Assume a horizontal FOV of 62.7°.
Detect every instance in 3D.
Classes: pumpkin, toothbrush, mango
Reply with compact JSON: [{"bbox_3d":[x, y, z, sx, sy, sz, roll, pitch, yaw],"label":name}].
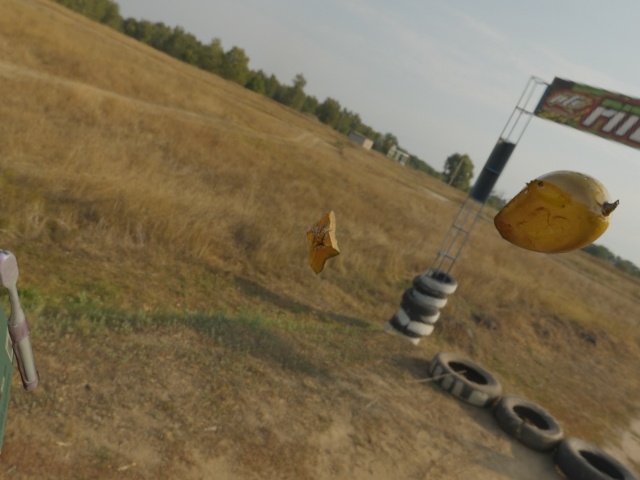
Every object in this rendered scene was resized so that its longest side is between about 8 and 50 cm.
[{"bbox_3d":[-0.001,-0.001,0.936,0.035,0.073,0.101,14,51,-32],"label":"pumpkin"},{"bbox_3d":[-0.380,0.111,0.654,0.029,0.354,0.024,36,49,6],"label":"toothbrush"},{"bbox_3d":[0.289,-0.032,0.659,0.066,0.101,0.187,-21,-4,-24],"label":"mango"}]

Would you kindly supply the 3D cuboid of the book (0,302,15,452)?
[{"bbox_3d":[-0.544,0.116,0.815,0.031,0.380,0.264,-9,36,-19],"label":"book"}]
